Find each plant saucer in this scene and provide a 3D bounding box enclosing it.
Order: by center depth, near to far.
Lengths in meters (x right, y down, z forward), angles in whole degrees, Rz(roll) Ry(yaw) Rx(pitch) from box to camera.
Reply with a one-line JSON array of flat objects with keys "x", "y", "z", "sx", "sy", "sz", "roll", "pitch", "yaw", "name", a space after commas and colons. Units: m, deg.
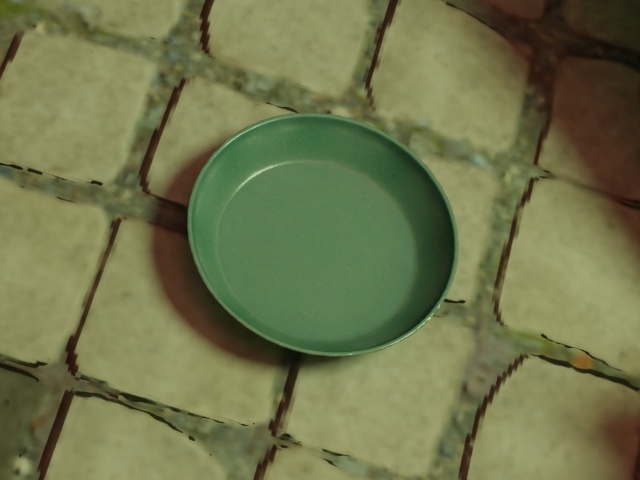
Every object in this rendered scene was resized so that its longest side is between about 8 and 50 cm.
[{"x": 0.000, "y": 0.000, "z": 0.718, "sx": 0.119, "sy": 0.021, "sz": 0.119, "roll": 5, "pitch": 61, "yaw": -9, "name": "plant saucer"}]
